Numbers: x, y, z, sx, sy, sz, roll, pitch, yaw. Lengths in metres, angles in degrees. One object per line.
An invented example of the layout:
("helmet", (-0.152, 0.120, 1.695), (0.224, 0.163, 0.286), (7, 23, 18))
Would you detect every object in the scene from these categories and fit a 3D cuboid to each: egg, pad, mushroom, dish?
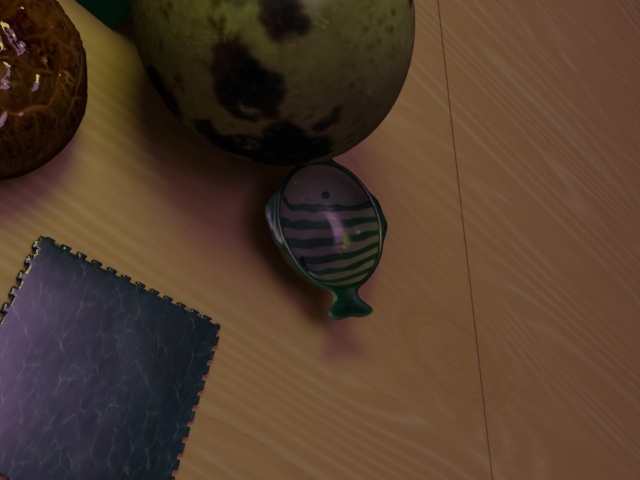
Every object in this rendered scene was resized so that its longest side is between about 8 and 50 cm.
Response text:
("egg", (-0.051, -0.267, 0.907), (0.428, 0.344, 0.345), (49, 33, -75))
("pad", (-0.258, 0.163, 0.821), (0.269, 0.012, 0.270), (30, 58, -29))
("mushroom", (-0.370, -0.182, 0.759), (0.253, 0.153, 0.253), (6, 82, -42))
("dish", (0.000, 0.000, 1.047), (0.224, 0.078, 0.246), (-1, 75, -40))

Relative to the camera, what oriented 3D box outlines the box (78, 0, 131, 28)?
("box", (-0.315, -0.419, 0.919), (0.245, 0.092, 0.153), (39, 53, -24))
